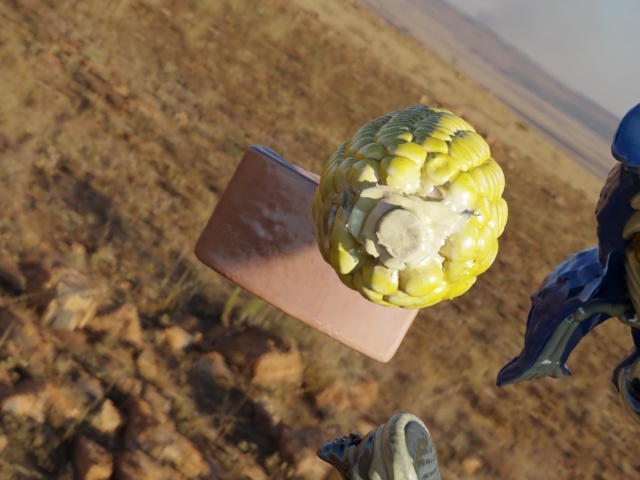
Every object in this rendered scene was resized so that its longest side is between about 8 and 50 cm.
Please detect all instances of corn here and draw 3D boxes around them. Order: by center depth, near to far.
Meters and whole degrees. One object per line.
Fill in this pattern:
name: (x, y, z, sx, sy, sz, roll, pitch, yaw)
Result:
corn: (0.037, -0.020, 0.434, 0.067, 0.067, 0.206, 35, 13, -1)

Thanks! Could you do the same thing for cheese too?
cheese: (-0.013, -0.005, 1.006, 0.177, 0.128, 0.203, 27, 5, -23)

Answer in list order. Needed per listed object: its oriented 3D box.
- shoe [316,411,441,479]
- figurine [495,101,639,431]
shoe: (0.067, 0.281, 1.123, 0.112, 0.227, 0.099, -4, 16, 23)
figurine: (0.217, 0.018, 0.649, 0.164, 0.262, 0.120, 20, 47, 4)
